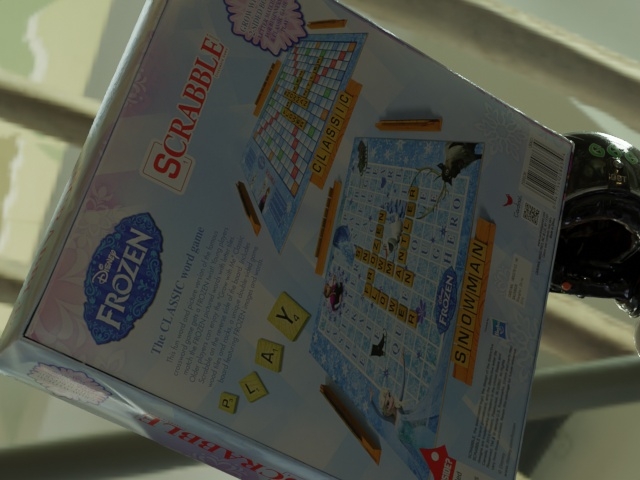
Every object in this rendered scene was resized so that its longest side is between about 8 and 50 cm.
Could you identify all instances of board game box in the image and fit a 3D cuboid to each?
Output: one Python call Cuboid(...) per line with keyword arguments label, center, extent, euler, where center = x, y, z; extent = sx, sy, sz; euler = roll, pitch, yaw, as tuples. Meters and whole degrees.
Cuboid(label="board game box", center=(0.000, 0.000, 0.784), extent=(0.066, 0.318, 0.318), euler=(-36, -149, 53))

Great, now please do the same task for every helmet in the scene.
Cuboid(label="helmet", center=(0.231, -0.015, 1.107), extent=(0.161, 0.169, 0.169), euler=(-92, -159, -67))

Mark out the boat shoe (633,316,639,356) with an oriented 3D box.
Cuboid(label="boat shoe", center=(0.453, 0.143, 1.224), extent=(0.158, 0.341, 0.127), euler=(110, -12, -57))
